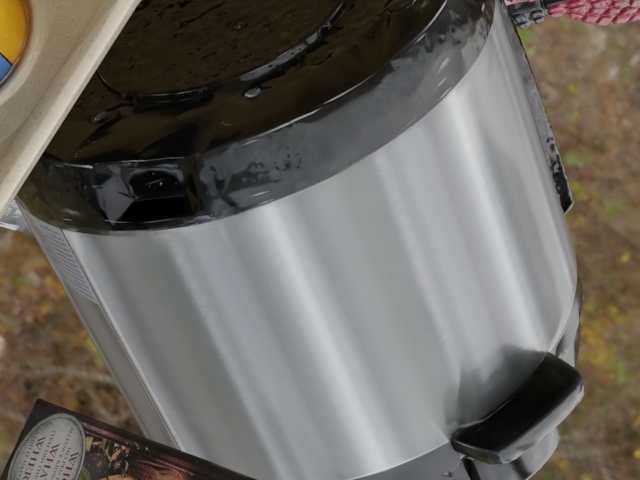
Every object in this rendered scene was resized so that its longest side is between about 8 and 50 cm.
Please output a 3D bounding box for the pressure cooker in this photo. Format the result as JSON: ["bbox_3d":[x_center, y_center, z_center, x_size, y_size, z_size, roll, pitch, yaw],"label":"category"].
[{"bbox_3d":[-0.006,0.003,1.153,0.370,0.375,0.420,-83,156,-53],"label":"pressure cooker"}]

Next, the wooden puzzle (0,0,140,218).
[{"bbox_3d":[-0.309,-0.099,0.905,0.348,0.322,0.080,-57,157,-13],"label":"wooden puzzle"}]

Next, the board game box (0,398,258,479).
[{"bbox_3d":[-0.096,0.191,0.567,0.042,0.165,0.243,35,73,-42],"label":"board game box"}]

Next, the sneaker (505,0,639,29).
[{"bbox_3d":[0.241,-0.280,1.517,0.299,0.112,0.121,-4,158,-1],"label":"sneaker"}]

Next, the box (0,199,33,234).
[{"bbox_3d":[-0.236,-0.201,1.389,0.395,0.097,0.318,-57,163,5],"label":"box"}]
